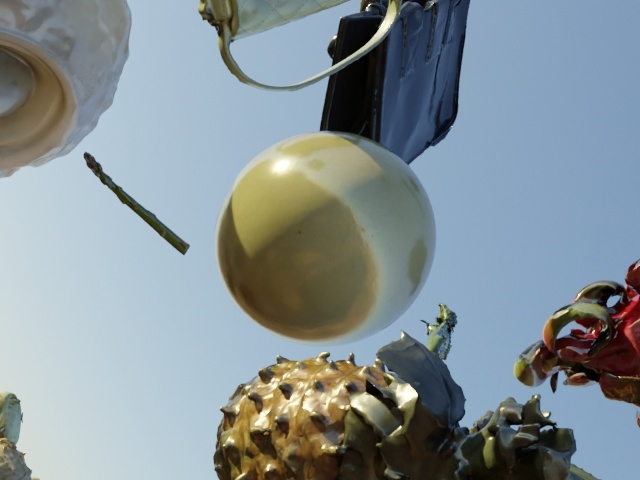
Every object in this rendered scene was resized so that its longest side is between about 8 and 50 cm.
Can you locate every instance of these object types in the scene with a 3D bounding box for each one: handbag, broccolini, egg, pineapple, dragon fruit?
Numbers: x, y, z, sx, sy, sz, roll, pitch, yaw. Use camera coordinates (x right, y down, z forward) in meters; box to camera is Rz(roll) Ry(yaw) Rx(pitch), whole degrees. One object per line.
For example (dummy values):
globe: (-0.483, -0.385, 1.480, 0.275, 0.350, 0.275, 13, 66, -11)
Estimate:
handbag: (0.099, -0.232, 1.225, 0.118, 0.325, 0.269, 17, -61, 18)
handbag: (-0.011, -0.265, 0.909, 0.079, 0.256, 0.219, 11, -59, 51)
broccolini: (0.144, 0.174, 1.304, 0.062, 0.271, 0.123, 9, -79, 13)
egg: (0.000, 0.000, 0.818, 0.186, 0.186, 0.241, 59, -18, -5)
pineapple: (0.052, 0.140, 0.599, 0.310, 0.141, 0.170, -7, -68, 52)
dragon fruit: (0.346, 0.094, 0.886, 0.272, 0.198, 0.218, 23, -24, 14)

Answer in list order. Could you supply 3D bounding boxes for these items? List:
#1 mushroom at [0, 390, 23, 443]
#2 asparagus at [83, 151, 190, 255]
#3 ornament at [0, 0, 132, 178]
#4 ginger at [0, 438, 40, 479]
mushroom: (-0.618, 0.286, 1.456, 0.081, 0.312, 0.100, 43, 43, -79)
asparagus: (-0.324, -0.064, 1.628, 0.248, 0.025, 0.024, 43, -63, -4)
ornament: (-0.369, -0.242, 0.977, 0.337, 0.337, 0.337, 43, -28, 29)
ginger: (-0.395, 0.302, 1.054, 0.102, 0.216, 0.157, -8, -90, 31)
